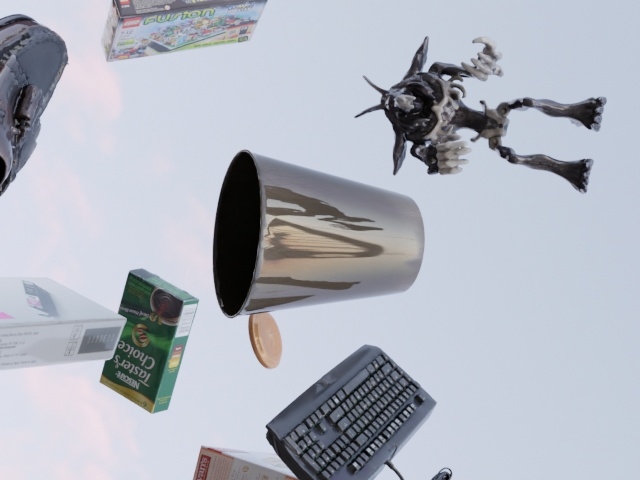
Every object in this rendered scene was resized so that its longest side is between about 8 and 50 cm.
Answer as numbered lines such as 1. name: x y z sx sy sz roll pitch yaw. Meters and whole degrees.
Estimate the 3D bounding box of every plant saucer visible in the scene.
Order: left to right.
1. plant saucer: -0.071 0.129 1.782 0.013 0.083 0.083 -15 -93 21

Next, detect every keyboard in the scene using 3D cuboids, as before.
1. keyboard: 0.068 0.228 1.507 0.201 0.317 0.033 48 -63 5

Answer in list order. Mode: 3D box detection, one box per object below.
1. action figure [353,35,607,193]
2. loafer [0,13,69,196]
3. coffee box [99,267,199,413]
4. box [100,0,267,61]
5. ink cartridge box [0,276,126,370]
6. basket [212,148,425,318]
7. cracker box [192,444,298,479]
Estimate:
1. action figure: 0.168 -0.139 1.479 0.276 0.141 0.164 12 -95 9
2. loafer: -0.270 -0.044 0.997 0.095 0.302 0.109 20 -32 26
3. coffee box: -0.249 0.146 1.950 0.113 0.040 0.184 27 -71 28
4. box: -0.181 -0.293 1.784 0.114 0.207 0.036 125 -51 -61
5. ink cartridge box: -0.383 0.066 1.456 0.239 0.275 0.060 25 -81 23
6. basket: 0.000 0.000 1.659 0.154 0.227 0.204 -159 -105 -64
7. cracker box: -0.032 0.329 1.756 0.232 0.156 0.067 10 -95 39
